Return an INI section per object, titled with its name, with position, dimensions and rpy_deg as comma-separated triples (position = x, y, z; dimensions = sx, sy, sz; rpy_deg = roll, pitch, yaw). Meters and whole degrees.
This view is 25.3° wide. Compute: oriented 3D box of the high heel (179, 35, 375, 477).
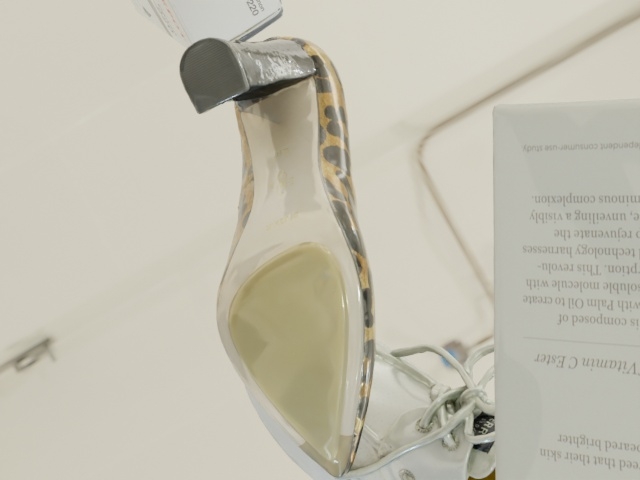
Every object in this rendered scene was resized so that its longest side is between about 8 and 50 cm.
[high heel]
position = 0.000, 0.000, 0.865
dimensions = 0.186, 0.093, 0.261
rpy_deg = -20, 94, -72

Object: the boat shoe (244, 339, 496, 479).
[boat shoe]
position = 0.107, 0.155, 1.052
dimensions = 0.367, 0.156, 0.136
rpy_deg = 41, 49, 10

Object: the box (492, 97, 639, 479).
[box]
position = 0.217, 0.103, 0.692
dimensions = 0.168, 0.215, 0.345
rpy_deg = -3, 94, -48

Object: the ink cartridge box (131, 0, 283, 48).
[ink cartridge box]
position = -0.134, -0.268, 1.277
dimensions = 0.158, 0.092, 0.218
rpy_deg = 62, -12, -29
